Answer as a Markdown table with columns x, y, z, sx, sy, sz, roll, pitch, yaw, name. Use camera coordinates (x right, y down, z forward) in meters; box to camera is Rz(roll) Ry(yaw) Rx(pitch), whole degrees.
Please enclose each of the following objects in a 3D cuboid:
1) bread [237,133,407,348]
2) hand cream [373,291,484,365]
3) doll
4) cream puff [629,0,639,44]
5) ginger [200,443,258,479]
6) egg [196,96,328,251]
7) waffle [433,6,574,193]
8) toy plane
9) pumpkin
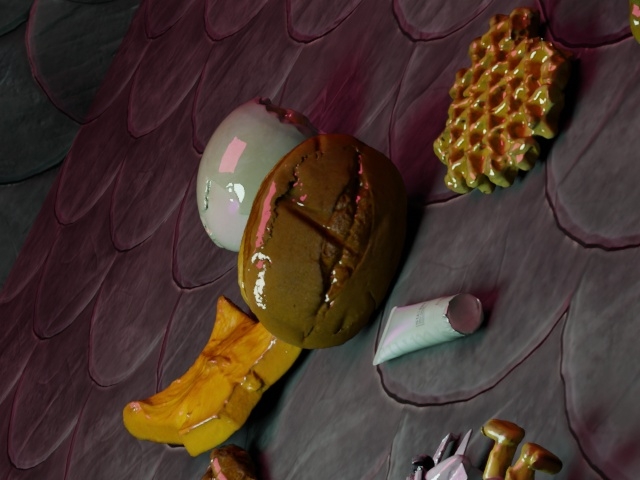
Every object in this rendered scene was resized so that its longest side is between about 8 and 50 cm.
| x | y | z | sx | sy | sz | roll | pitch | yaw | name |
| --- | --- | --- | --- | --- | --- | --- | --- | --- | --- |
| 0.000 | 0.000 | 2.121 | 0.270 | 0.195 | 0.142 | -69 | 16 | -4 | bread |
| 0.118 | 0.097 | 1.950 | 0.205 | 0.050 | 0.078 | -23 | 45 | 63 | hand cream |
| 0.126 | 0.352 | 1.598 | 0.365 | 0.094 | 0.160 | -62 | 20 | 3 | doll |
| 0.383 | -0.289 | 1.594 | 0.282 | 0.185 | 0.282 | -40 | 39 | 42 | cream puff |
| -0.123 | 0.319 | 2.189 | 0.103 | 0.073 | 0.162 | -51 | 25 | 26 | ginger |
| -0.087 | -0.085 | 2.409 | 0.217 | 0.183 | 0.183 | -62 | 23 | 11 | egg |
| 0.221 | -0.170 | 2.005 | 0.253 | 0.056 | 0.249 | -2 | 64 | 67 | waffle |
| 0.106 | 0.272 | 1.769 | 0.171 | 0.065 | 0.162 | -43 | 18 | 30 | toy plane |
| -0.128 | 0.174 | 2.297 | 0.258 | 0.095 | 0.290 | -54 | 18 | -18 | pumpkin |
